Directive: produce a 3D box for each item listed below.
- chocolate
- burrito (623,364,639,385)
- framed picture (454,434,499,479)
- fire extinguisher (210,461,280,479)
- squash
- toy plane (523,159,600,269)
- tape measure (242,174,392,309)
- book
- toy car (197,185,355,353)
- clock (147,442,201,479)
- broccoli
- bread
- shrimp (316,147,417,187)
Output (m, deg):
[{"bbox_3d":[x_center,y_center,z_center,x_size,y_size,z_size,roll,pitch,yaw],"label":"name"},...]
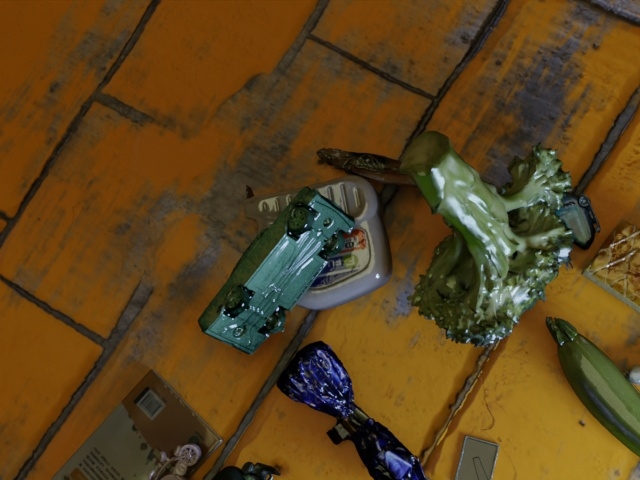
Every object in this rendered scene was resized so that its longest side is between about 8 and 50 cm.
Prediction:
[{"bbox_3d":[0.070,0.345,1.544,0.343,0.126,0.148,46,127,13],"label":"chocolate"},{"bbox_3d":[0.636,0.226,1.500,0.185,0.045,0.041,-19,54,8],"label":"burrito"},{"bbox_3d":[0.287,0.409,1.541,0.066,0.006,0.089,13,80,12],"label":"framed picture"},{"bbox_3d":[-0.203,0.512,1.552,0.311,0.114,0.095,-43,111,-3],"label":"fire extinguisher"},{"bbox_3d":[0.509,0.273,1.490,0.094,0.094,0.341,-41,78,-1],"label":"squash"},{"bbox_3d":[0.462,-0.066,1.595,0.096,0.060,0.235,-24,79,18],"label":"toy plane"},{"bbox_3d":[0.000,0.000,1.623,0.258,0.130,0.265,-12,81,10],"label":"tape measure"},{"bbox_3d":[-0.360,0.429,1.641,0.208,0.020,0.295,42,87,15],"label":"book"},{"bbox_3d":[-0.082,0.051,1.505,0.321,0.141,0.097,-52,44,4],"label":"toy car"},{"bbox_3d":[-0.276,0.441,1.593,0.087,0.041,0.129,22,87,10],"label":"clock"},{"bbox_3d":[0.256,0.009,1.453,0.274,0.397,0.353,-9,82,35],"label":"broccoli"},{"bbox_3d":[0.592,0.061,1.533,0.188,0.068,0.125,36,85,15],"label":"bread"},{"bbox_3d":[0.098,-0.141,1.636,0.251,0.143,0.052,11,102,23],"label":"shrimp"}]
